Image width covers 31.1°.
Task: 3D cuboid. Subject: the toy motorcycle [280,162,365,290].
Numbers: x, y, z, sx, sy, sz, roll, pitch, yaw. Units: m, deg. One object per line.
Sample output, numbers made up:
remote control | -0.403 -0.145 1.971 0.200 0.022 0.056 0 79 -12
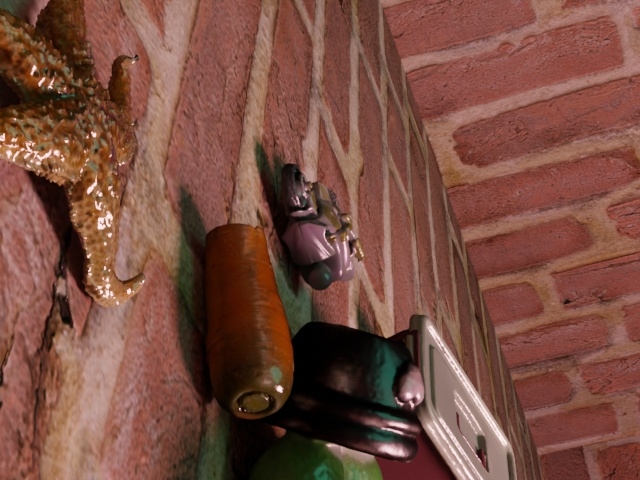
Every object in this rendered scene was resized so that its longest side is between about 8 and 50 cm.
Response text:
toy motorcycle | 0.000 0.000 1.490 0.225 0.073 0.152 46 34 -62

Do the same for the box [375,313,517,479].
box | 0.115 0.259 1.401 0.294 0.168 0.193 56 20 -28

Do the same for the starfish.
starfish | -0.191 -0.107 0.841 0.302 0.060 0.299 33 46 -70

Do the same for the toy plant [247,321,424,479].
toy plant | 0.010 0.208 1.149 0.218 0.175 0.235 33 72 -61

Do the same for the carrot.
carrot | -0.070 0.076 1.098 0.087 0.087 0.193 60 17 -49
